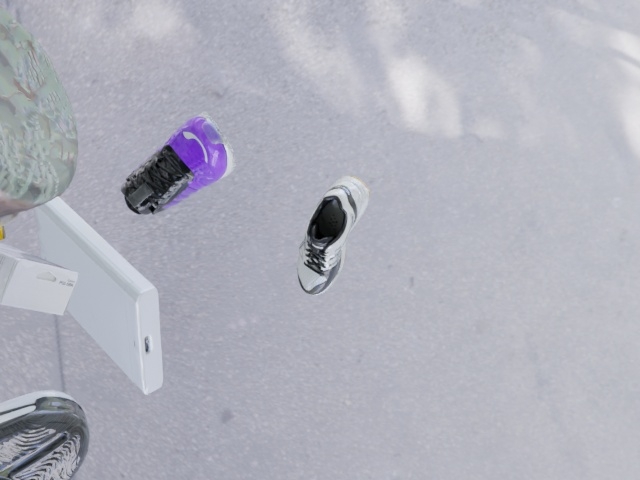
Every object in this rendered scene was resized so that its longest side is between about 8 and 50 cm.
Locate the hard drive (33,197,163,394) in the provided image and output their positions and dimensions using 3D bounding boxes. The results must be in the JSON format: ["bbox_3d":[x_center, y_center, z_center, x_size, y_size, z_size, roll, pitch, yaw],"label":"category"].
[{"bbox_3d":[-0.350,0.077,1.162,0.040,0.307,0.203,-26,137,-36],"label":"hard drive"}]

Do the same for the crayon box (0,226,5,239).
[{"bbox_3d":[-0.471,-0.065,0.678,0.322,0.203,0.083,-12,55,-29],"label":"crayon box"}]

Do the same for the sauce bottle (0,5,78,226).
[{"bbox_3d":[-0.293,-0.010,0.370,0.344,0.111,0.112,-21,100,13],"label":"sauce bottle"}]

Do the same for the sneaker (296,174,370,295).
[{"bbox_3d":[0.000,0.000,0.444,0.037,0.031,0.083,-37,151,-58],"label":"sneaker"}]

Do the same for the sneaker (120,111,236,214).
[{"bbox_3d":[-0.245,-0.102,1.208,0.146,0.293,0.102,-37,95,-30],"label":"sneaker"}]

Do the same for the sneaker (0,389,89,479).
[{"bbox_3d":[-0.486,0.239,0.923,0.447,0.258,0.169,-30,136,12],"label":"sneaker"}]

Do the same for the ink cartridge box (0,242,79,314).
[{"bbox_3d":[-0.373,0.038,0.879,0.099,0.135,0.056,26,82,-60],"label":"ink cartridge box"}]
